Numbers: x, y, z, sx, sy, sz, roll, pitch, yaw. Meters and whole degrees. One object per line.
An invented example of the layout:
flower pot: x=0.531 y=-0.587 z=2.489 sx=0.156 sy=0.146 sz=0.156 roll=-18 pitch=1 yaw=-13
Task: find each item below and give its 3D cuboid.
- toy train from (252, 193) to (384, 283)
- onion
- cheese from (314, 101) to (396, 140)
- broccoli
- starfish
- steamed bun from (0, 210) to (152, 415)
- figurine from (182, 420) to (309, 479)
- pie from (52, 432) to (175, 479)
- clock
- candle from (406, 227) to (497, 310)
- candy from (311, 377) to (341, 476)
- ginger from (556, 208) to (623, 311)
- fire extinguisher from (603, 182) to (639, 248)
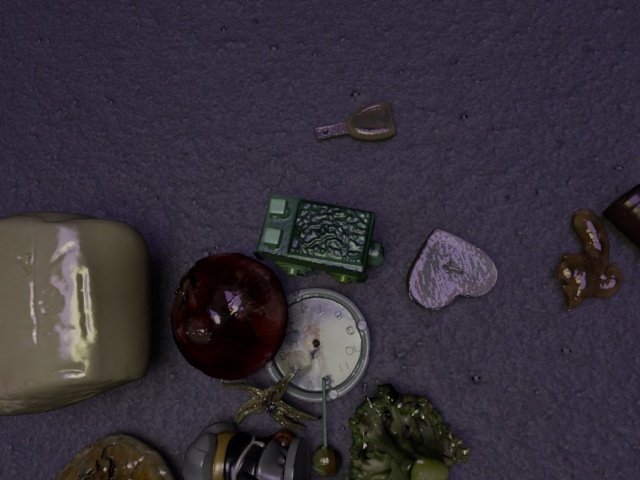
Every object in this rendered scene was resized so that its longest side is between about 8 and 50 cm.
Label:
toy train: x=0.000 y=0.000 z=0.943 sx=0.272 sy=0.188 sz=0.159 roll=11 pitch=77 yaw=10
onion: x=-0.209 y=0.155 z=0.903 sx=0.272 sy=0.195 sz=0.272 roll=-1 pitch=89 yaw=24
cheese: x=0.082 y=-0.273 z=1.074 sx=0.192 sy=0.037 sz=0.097 roll=-12 pitch=75 yaw=4
broccoli: x=0.144 y=0.389 z=0.808 sx=0.263 sy=0.243 sz=0.247 roll=-16 pitch=78 yaw=-10
starfish: x=-0.102 y=0.325 z=0.913 sx=0.223 sy=0.217 sz=0.050 roll=29 pitch=40 yaw=-17
steamed bun: x=-0.540 y=0.148 z=0.911 sx=0.456 sy=0.290 sz=0.371 roll=-6 pitch=83 yaw=18
figurine: x=-0.145 y=0.430 z=0.876 sx=0.236 sy=0.176 sz=0.133 roll=-2 pitch=96 yaw=12
pie: x=-0.428 y=0.544 z=0.859 sx=0.339 sy=0.077 sz=0.339 roll=-9 pitch=45 yaw=9
clock: x=-0.008 y=0.220 z=0.960 sx=0.236 sy=0.053 sz=0.236 roll=-2 pitch=80 yaw=9
candle: x=0.269 y=0.057 z=0.964 sx=0.192 sy=0.068 sz=0.168 roll=-14 pitch=80 yaw=0
candy: x=0.011 y=0.375 z=0.902 sx=0.061 sy=0.061 sz=0.202 roll=-1 pitch=94 yaw=5
ginger: x=0.556 y=0.036 z=0.945 sx=0.133 sy=0.059 sz=0.214 roll=-7 pitch=78 yaw=0
fire extinguisher: x=0.758 y=0.025 z=0.903 sx=0.138 sy=0.102 sz=0.344 roll=-42 pitch=77 yaw=4
